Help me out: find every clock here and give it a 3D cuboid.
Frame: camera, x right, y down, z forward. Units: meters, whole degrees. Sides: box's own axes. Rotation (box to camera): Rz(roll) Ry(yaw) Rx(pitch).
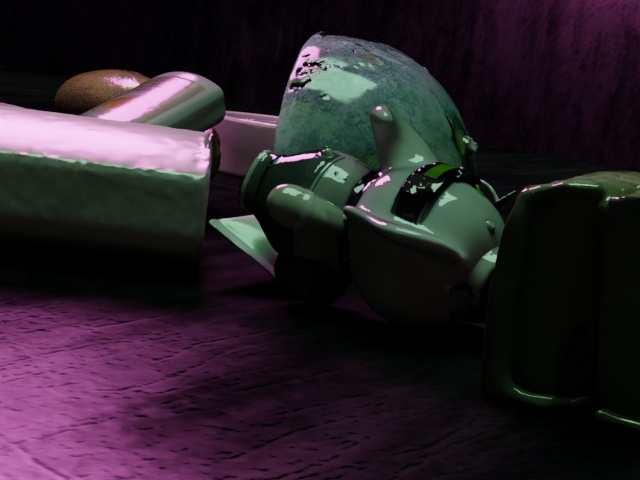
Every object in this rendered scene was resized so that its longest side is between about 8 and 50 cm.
[{"bbox_3d":[-0.042,-0.111,1.562,0.197,0.068,0.197,7,8,-1],"label":"clock"}]

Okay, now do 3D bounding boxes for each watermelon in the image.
[{"bbox_3d":[0.080,-0.131,1.385,0.175,0.188,0.322,2,10,18],"label":"watermelon"}]

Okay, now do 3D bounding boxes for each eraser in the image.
[{"bbox_3d":[-0.210,-0.046,0.868,0.270,0.094,0.174,8,8,-7],"label":"eraser"}]

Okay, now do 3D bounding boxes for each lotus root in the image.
[{"bbox_3d":[0.203,0.037,0.606,0.235,0.119,0.138,9,10,22],"label":"lotus root"}]

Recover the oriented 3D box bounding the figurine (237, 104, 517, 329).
[{"bbox_3d":[0.045,-0.006,0.773,0.192,0.126,0.147,26,-3,27],"label":"figurine"}]

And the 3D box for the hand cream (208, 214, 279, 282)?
[{"bbox_3d":[0.000,0.000,0.910,0.078,0.050,0.205,41,22,16],"label":"hand cream"}]

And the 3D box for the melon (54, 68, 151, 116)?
[{"bbox_3d":[-0.274,-0.175,1.682,0.162,0.099,0.099,8,8,23],"label":"melon"}]

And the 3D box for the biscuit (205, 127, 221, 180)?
[{"bbox_3d":[-0.153,-0.073,1.201,0.118,0.061,0.183,-22,25,-29],"label":"biscuit"}]

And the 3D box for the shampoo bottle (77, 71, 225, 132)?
[{"bbox_3d":[-0.172,-0.085,1.077,0.086,0.056,0.227,7,26,28],"label":"shampoo bottle"}]

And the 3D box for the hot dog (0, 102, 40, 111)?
[{"bbox_3d":[-0.393,-0.135,1.452,0.192,0.053,0.099,11,10,5],"label":"hot dog"}]
